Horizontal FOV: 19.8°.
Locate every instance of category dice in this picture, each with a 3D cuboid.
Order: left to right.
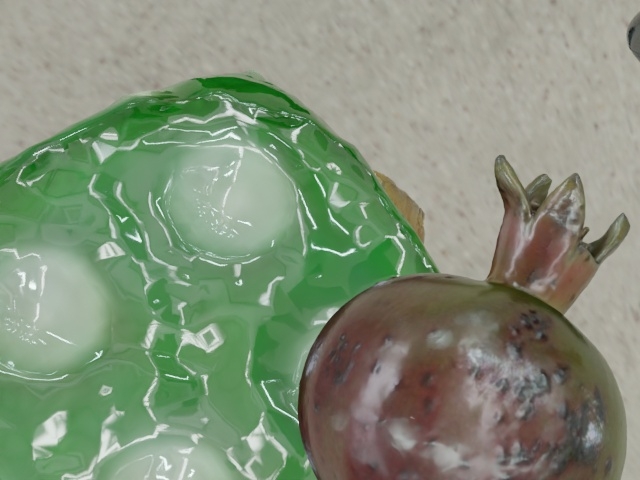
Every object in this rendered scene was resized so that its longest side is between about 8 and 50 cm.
[{"bbox_3d":[-0.088,0.096,1.077,0.297,0.287,0.300,-30,80,-21],"label":"dice"}]

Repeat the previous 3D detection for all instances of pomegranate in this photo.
[{"bbox_3d":[0.065,0.054,0.687,0.129,0.129,0.159,43,105,18],"label":"pomegranate"}]

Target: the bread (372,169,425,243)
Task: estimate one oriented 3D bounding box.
[{"bbox_3d":[0.000,0.000,1.645,0.149,0.143,0.158,30,83,26],"label":"bread"}]

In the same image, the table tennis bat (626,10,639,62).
[{"bbox_3d":[0.236,-0.087,1.060,0.150,0.236,0.027,28,81,-4],"label":"table tennis bat"}]
